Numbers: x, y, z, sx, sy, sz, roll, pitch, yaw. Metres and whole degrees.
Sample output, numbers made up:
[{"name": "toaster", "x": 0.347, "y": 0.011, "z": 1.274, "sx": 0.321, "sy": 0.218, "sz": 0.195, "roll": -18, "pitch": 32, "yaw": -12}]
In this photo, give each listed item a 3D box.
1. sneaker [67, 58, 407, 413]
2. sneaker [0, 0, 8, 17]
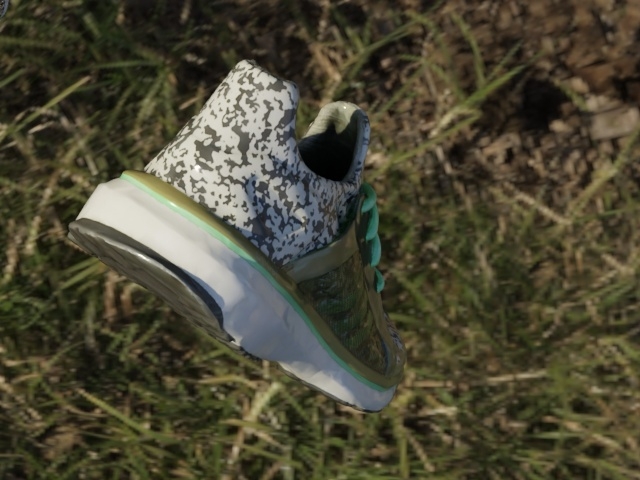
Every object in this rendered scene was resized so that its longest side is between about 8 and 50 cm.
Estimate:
[{"name": "sneaker", "x": 0.000, "y": 0.000, "z": 0.921, "sx": 0.182, "sy": 0.158, "sz": 0.410, "roll": -57, "pitch": 157, "yaw": -2}, {"name": "sneaker", "x": -0.435, "y": -0.378, "z": 1.753, "sx": 0.075, "sy": 0.057, "sz": 0.161, "roll": -59, "pitch": 150, "yaw": -57}]
